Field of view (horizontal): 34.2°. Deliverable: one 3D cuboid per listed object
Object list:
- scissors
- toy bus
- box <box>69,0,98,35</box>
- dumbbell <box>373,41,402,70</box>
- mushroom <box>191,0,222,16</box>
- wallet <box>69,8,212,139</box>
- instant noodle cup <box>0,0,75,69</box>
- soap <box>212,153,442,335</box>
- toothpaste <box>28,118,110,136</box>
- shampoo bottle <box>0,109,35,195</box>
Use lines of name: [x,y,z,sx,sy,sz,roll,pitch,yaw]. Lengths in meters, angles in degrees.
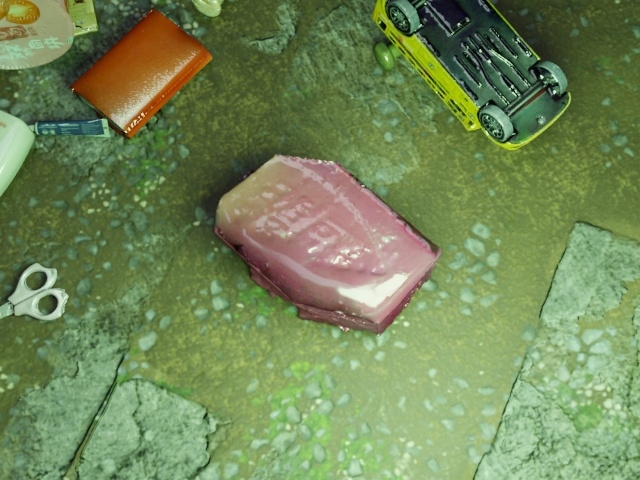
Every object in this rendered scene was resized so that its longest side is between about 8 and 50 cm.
scissors: [-0.484,0.108,1.606,0.189,0.015,0.100,-27,68,-7]
toy bus: [0.235,-0.290,1.648,0.145,0.151,0.331,-39,86,-15]
box: [-0.434,-0.418,1.816,0.073,0.020,0.149,-13,67,-4]
dumbbell: [0.146,-0.330,1.746,0.118,0.046,0.052,-28,64,-9]
mushroom: [-0.171,-0.489,1.807,0.092,0.081,0.223,13,70,-12]
wallet: [-0.299,-0.280,1.741,0.142,0.045,0.204,39,75,14]
instant noodle cup: [-0.520,-0.442,1.714,0.243,0.243,0.231,-3,65,1]
soap: [0.000,0.000,1.573,0.325,0.127,0.220,41,72,17]
toothpaste: [-0.416,-0.185,1.714,0.139,0.037,0.021,0,43,6]
shampoo bottle: [-0.584,-0.088,1.657,0.153,0.071,0.284,21,68,12]
